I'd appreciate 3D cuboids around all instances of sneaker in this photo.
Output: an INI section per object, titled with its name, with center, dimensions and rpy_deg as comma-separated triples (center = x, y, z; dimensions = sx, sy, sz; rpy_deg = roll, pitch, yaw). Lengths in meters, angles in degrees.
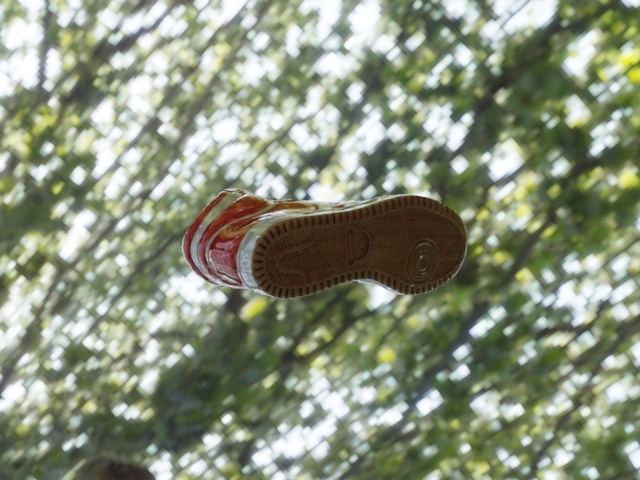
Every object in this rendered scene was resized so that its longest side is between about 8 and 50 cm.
[sneaker]
center = 0.000, 0.000, 0.713
dimensions = 0.118, 0.067, 0.042
rpy_deg = -3, -82, -41
